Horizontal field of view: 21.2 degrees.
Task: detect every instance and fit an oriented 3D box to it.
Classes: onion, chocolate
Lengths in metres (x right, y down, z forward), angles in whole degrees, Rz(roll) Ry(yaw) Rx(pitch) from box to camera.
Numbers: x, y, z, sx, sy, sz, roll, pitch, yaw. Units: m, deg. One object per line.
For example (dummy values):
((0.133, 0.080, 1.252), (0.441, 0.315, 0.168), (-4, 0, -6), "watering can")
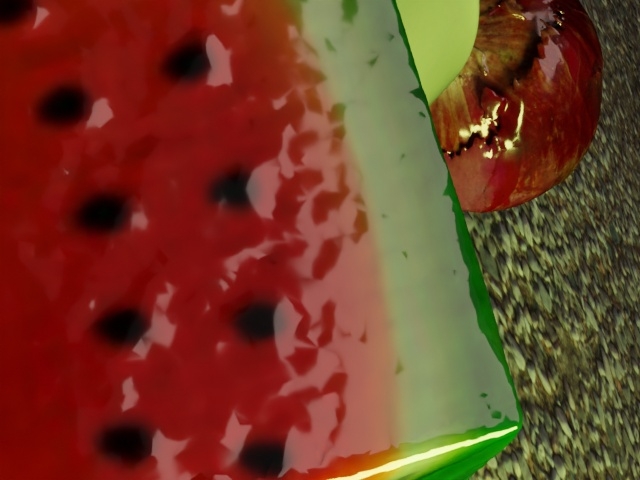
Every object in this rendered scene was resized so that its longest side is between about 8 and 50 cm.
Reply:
((0.149, -0.156, 1.696), (0.276, 0.276, 0.276), (50, 29, -41), "onion")
((-0.091, 0.005, 0.897), (0.341, 0.161, 0.360), (-13, 81, -28), "chocolate")

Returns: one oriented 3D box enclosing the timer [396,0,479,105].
((-0.083, -0.098, 1.143), (0.291, 0.290, 0.315), (56, 49, -32), "timer")
